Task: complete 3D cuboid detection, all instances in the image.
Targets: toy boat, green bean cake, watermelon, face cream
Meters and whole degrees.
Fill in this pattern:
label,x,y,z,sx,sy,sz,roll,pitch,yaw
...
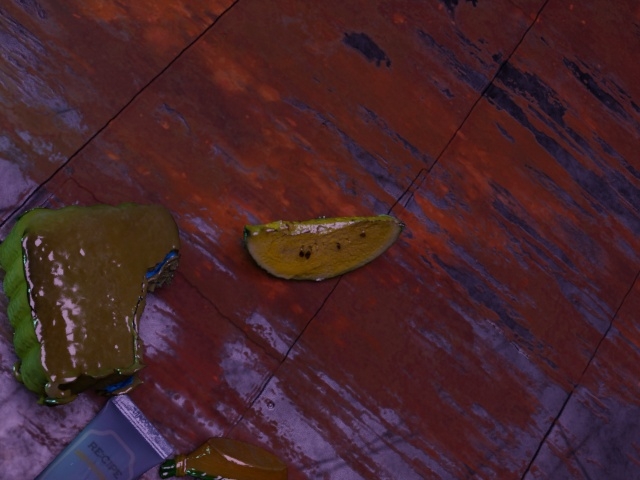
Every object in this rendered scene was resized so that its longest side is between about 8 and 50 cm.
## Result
label,x,y,z,sx,sy,sz,roll,pitch,yaw
toy boat,-0.146,0.381,1.620,0.230,0.089,0.088,20,106,-15
green bean cake,-0.355,0.105,1.566,0.285,0.202,0.309,-1,74,-35
watermelon,0.000,0.000,1.764,0.301,0.129,0.123,-6,73,-18
face cream,-0.403,0.398,1.503,0.135,0.086,0.385,49,58,0
